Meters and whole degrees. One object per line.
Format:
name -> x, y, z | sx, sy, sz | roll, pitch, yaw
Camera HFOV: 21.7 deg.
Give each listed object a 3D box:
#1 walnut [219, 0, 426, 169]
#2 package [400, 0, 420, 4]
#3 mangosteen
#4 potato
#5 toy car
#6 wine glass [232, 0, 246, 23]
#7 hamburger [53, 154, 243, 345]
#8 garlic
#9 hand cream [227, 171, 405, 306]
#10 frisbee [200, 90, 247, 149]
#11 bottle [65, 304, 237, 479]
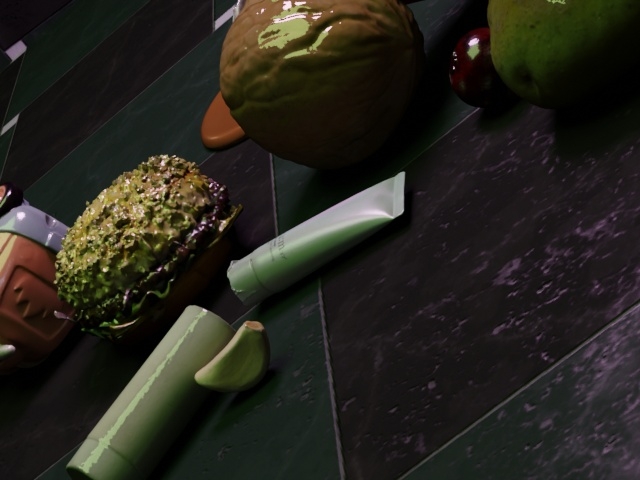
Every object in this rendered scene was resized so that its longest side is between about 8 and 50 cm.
walnut -> 0.006, -0.185, 1.778 | 0.228, 0.228, 0.228 | -37, 22, 18
package -> 0.186, -0.374, 1.749 | 0.423, 0.123, 0.196 | -5, 73, 42
mangosteen -> 0.165, -0.169, 1.644 | 0.081, 0.081, 0.081 | -37, 22, 18
potato -> 0.255, -0.231, 1.501 | 0.228, 0.148, 0.197 | -34, 9, 31
toy car -> -0.398, 0.071, 2.074 | 0.270, 0.180, 0.212 | -13, 46, 51
wine glass -> -0.018, -0.297, 2.108 | 0.183, 0.122, 0.122 | -13, 36, 39
hamburger -> -0.201, 0.009, 1.869 | 0.243, 0.139, 0.261 | -49, 21, -14
garlic -> -0.075, 0.113, 1.569 | 0.083, 0.053, 0.041 | -51, 19, 19
hand cream -> 0.000, 0.000, 1.658 | 0.205, 0.050, 0.078 | -30, 25, 21
frisbee -> -0.066, -0.215, 2.209 | 0.250, 0.021, 0.251 | -35, 24, 18
bottle -> -0.158, 0.160, 1.606 | 0.201, 0.072, 0.072 | -54, 24, -23
